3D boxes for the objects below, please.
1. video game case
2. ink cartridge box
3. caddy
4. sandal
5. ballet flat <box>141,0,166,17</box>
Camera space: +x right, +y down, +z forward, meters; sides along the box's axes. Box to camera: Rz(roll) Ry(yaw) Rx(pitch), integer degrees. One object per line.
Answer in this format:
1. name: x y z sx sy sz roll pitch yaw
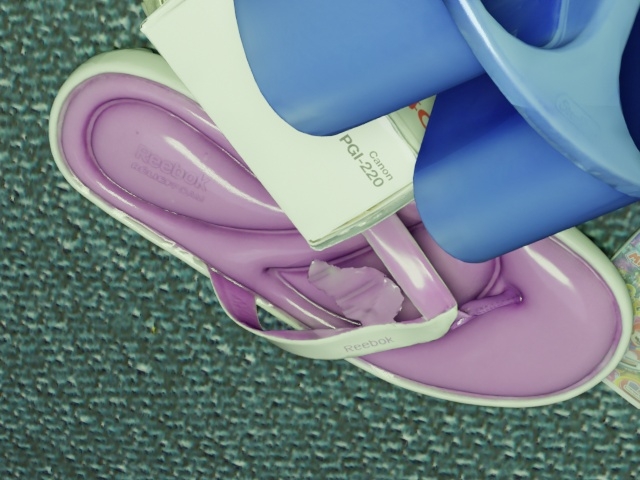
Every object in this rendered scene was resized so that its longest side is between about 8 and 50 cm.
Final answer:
1. video game case: 0.215 0.047 1.005 0.087 0.011 0.122 37 122 -2
2. ink cartridge box: 0.016 -0.118 0.864 0.092 0.218 0.158 -31 103 31
3. caddy: 0.105 -0.157 0.751 0.241 0.341 0.179 38 135 -28
4. sandal: -0.004 0.013 1.008 0.416 0.102 0.169 23 122 9
5. ballet flat: -0.099 -0.174 0.983 0.052 0.057 0.168 0 117 51
